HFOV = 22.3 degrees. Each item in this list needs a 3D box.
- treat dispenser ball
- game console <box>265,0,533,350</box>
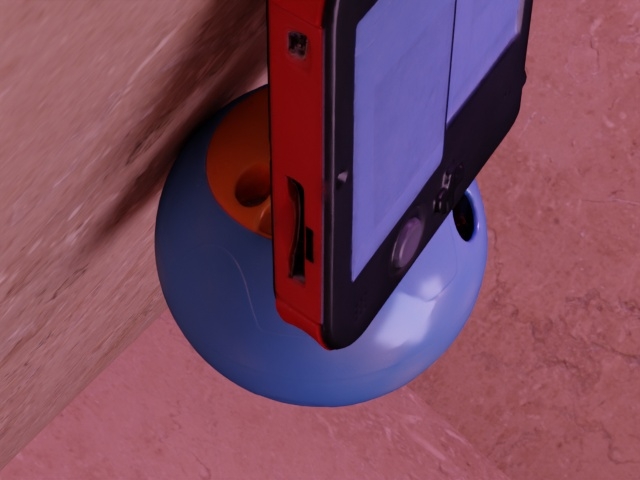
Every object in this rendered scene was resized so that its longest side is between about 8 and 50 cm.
[{"bbox_3d":[0.000,0.000,1.406,0.288,0.288,0.288,-48,180,0],"label":"treat dispenser ball"},{"bbox_3d":[0.076,-0.140,1.127,0.342,0.060,0.387,-47,152,-36],"label":"game console"}]
